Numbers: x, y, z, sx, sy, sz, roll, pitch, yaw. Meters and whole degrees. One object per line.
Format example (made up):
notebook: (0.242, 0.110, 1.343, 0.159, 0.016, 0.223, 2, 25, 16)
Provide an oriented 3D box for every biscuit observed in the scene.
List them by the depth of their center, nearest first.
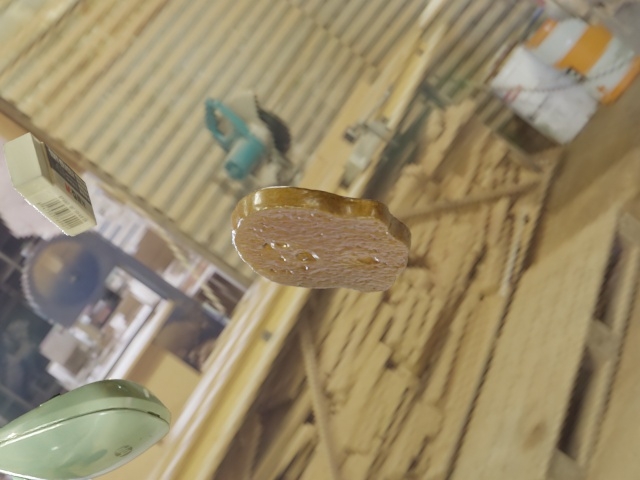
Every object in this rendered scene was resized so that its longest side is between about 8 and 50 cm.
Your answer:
biscuit: (0.000, -0.002, 1.640, 0.273, 0.257, 0.049, 87, -171, -65)

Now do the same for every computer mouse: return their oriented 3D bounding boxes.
computer mouse: (-0.340, 0.288, 1.605, 0.288, 0.159, 0.097, -29, 57, 19)

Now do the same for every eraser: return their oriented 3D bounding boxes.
eraser: (-0.602, -0.121, 2.577, 0.081, 0.124, 0.279, -23, -26, 5)
